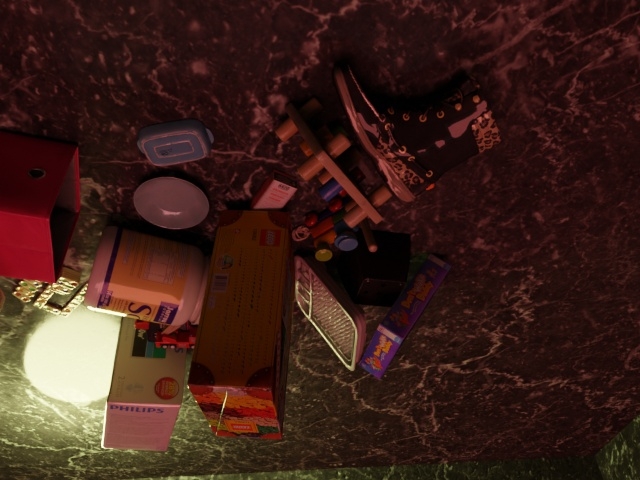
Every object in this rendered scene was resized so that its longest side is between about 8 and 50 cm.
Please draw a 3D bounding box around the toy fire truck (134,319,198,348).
[{"bbox_3d":[-0.456,0.272,1.670,0.192,0.047,0.135,2,136,-7],"label":"toy fire truck"}]

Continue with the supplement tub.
[{"bbox_3d":[-0.468,0.108,1.552,0.331,0.241,0.241,15,135,-20],"label":"supplement tub"}]

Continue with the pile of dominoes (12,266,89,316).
[{"bbox_3d":[-0.847,0.166,1.739,0.196,0.040,0.251,28,129,-32],"label":"pile of dominoes"}]

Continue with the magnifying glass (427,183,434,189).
[{"bbox_3d":[0.237,-0.210,1.412,0.092,0.026,0.231,-23,136,20],"label":"magnifying glass"}]

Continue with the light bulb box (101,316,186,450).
[{"bbox_3d":[-0.592,0.471,1.869,0.225,0.358,0.361,8,136,-17],"label":"light bulb box"}]

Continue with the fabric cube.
[{"bbox_3d":[-0.734,-0.084,1.303,0.258,0.254,0.259,11,138,-14],"label":"fabric cube"}]

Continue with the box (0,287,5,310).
[{"bbox_3d":[-0.820,0.117,1.222,0.126,0.149,0.232,4,139,-7],"label":"box"}]

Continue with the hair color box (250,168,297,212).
[{"bbox_3d":[-0.127,-0.119,1.470,0.072,0.043,0.141,21,134,-26],"label":"hair color box"}]

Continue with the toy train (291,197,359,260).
[{"bbox_3d":[0.000,0.000,1.541,0.248,0.143,0.105,-30,132,27],"label":"toy train"}]

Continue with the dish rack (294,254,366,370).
[{"bbox_3d":[0.035,0.210,1.689,0.072,0.333,0.285,-25,144,-22],"label":"dish rack"}]

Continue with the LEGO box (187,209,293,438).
[{"bbox_3d":[-0.185,0.225,1.477,0.193,0.500,0.372,2,145,2],"label":"LEGO box"}]

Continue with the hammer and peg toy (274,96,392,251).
[{"bbox_3d":[0.063,-0.148,1.292,0.127,0.266,0.361,-39,130,9],"label":"hammer and peg toy"}]

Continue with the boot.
[{"bbox_3d":[0.219,-0.284,1.242,0.284,0.138,0.377,-29,119,14],"label":"boot"}]

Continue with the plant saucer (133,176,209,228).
[{"bbox_3d":[-0.394,-0.108,1.465,0.195,0.037,0.195,-2,138,-2],"label":"plant saucer"}]

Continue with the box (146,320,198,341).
[{"bbox_3d":[-0.413,0.232,1.771,0.270,0.143,0.165,5,137,-9],"label":"box"}]

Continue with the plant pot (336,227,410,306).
[{"bbox_3d":[0.166,0.092,1.645,0.187,0.167,0.188,6,137,-13],"label":"plant pot"}]

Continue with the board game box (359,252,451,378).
[{"bbox_3d":[0.261,0.227,1.687,0.078,0.347,0.233,32,138,14],"label":"board game box"}]

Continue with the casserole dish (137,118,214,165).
[{"bbox_3d":[-0.352,-0.230,1.330,0.188,0.037,0.114,-8,138,6],"label":"casserole dish"}]
